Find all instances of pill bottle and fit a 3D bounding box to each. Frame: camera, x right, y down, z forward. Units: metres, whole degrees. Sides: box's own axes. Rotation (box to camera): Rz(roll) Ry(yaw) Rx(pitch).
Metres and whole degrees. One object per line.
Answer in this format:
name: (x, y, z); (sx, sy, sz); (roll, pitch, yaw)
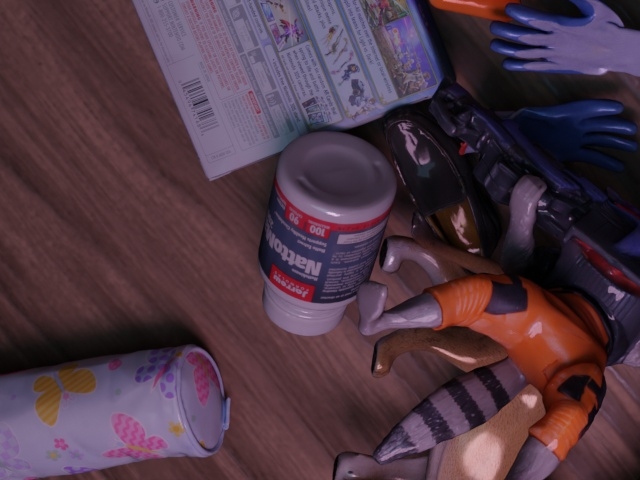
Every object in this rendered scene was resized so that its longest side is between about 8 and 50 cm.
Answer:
pill bottle: (0.000, 0.000, 1.315); (0.108, 0.108, 0.180); (22, 135, 8)

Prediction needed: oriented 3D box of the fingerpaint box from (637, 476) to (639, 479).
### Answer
fingerpaint box: (0.429, 0.400, 1.256); (0.444, 0.163, 0.371); (28, 112, -9)

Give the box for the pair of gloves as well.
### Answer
pair of gloves: (0.209, -0.128, 1.235); (0.159, 0.023, 0.198); (5, 131, -9)

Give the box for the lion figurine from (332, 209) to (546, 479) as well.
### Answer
lion figurine: (0.146, 0.168, 1.298); (0.240, 0.142, 0.392); (9, 115, -5)

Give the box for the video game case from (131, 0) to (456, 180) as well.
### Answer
video game case: (-0.039, -0.221, 1.302); (0.244, 0.061, 0.269); (-19, 101, 19)

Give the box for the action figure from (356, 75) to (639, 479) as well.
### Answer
action figure: (0.162, 0.039, 1.177); (0.341, 0.330, 0.178); (46, 137, 20)

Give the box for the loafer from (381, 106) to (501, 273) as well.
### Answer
loafer: (0.110, -0.044, 1.291); (0.062, 0.061, 0.170); (-28, 115, 25)

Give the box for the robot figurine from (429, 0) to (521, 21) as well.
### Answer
robot figurine: (0.141, -0.275, 1.186); (0.219, 0.128, 0.158); (6, 75, -5)

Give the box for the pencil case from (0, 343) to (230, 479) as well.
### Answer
pencil case: (-0.231, 0.180, 1.453); (0.273, 0.113, 0.124); (-12, 137, 19)
